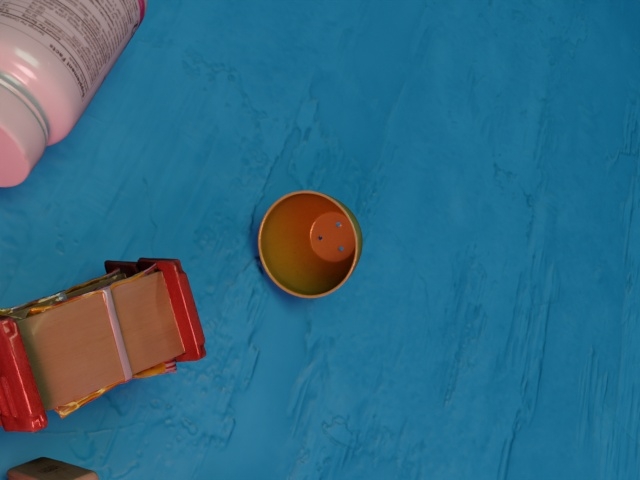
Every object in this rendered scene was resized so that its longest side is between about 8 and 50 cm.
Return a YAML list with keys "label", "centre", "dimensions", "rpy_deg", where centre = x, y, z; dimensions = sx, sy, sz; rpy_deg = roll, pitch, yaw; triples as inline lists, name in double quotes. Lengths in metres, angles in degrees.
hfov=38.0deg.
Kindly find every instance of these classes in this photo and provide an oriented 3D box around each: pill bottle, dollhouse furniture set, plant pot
- label: "pill bottle"
  centre: [-0.318, -0.206, 1.027]
  dimensions: [0.160, 0.160, 0.283]
  rpy_deg: [35, 53, -18]
- label: "dollhouse furniture set"
  centre: [-0.214, 0.220, 0.940]
  dimensions: [0.201, 0.152, 0.374]
  rpy_deg: [-19, 98, -40]
- label: "plant pot"
  centre: [0.000, 0.000, 1.193]
  dimensions: [0.134, 0.134, 0.095]
  rpy_deg: [62, 22, 5]
